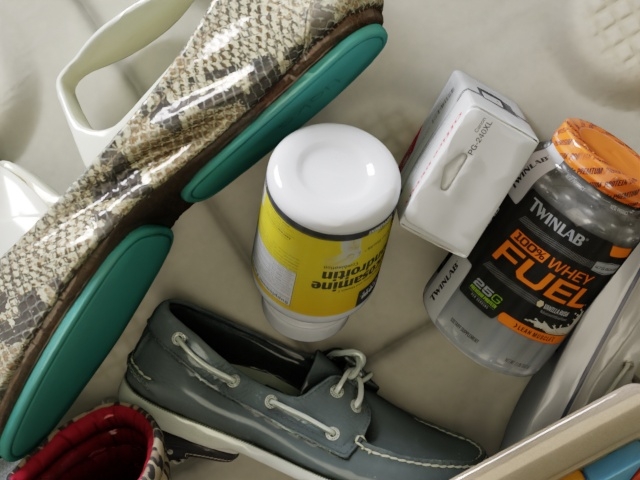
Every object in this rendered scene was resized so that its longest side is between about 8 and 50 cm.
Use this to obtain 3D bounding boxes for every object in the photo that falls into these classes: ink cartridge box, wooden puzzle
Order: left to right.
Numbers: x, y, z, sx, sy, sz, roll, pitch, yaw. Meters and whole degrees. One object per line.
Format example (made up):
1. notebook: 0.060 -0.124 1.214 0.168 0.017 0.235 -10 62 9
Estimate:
1. ink cartridge box: 0.110 -0.062 1.489 0.063 0.150 0.109 29 103 -8
2. wooden puzzle: 0.209 0.230 1.566 0.221 0.044 0.239 -29 141 7

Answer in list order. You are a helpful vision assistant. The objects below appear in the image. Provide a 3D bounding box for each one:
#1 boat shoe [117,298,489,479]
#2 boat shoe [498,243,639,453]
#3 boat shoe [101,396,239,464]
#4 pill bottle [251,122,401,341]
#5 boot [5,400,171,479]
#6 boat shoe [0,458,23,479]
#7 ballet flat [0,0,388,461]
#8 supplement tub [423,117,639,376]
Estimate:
1. boat shoe: -0.003 0.134 1.560 0.319 0.116 0.099 18 108 0
2. boat shoe: 0.228 0.114 1.573 0.088 0.096 0.267 26 95 -3
3. boat shoe: -0.128 0.167 1.602 0.125 0.046 0.038 16 104 -2
4. pill bottle: 0.000 0.000 1.493 0.103 0.103 0.184 8 144 -3
5. boot: -0.178 0.328 1.456 0.138 0.377 0.284 1 118 18
6. boat shoe: -0.310 0.276 1.612 0.302 0.109 0.094 -39 118 18
7. ballet flat: -0.154 -0.055 1.504 0.182 0.164 0.483 42 96 11
8. supplement tub: 0.176 0.004 1.501 0.117 0.117 0.190 30 113 -8
